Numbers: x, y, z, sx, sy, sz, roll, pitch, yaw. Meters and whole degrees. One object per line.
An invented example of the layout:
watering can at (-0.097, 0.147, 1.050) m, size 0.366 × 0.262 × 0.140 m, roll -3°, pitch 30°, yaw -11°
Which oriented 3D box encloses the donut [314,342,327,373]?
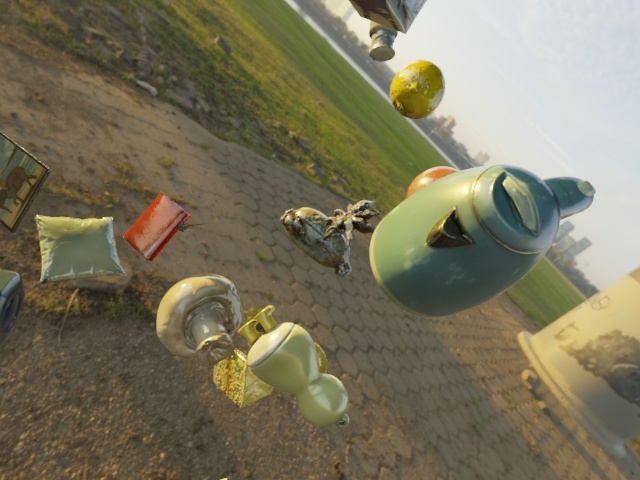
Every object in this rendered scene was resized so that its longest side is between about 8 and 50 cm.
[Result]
donut at (-0.051, 0.417, 1.377) m, size 0.162 × 0.065 × 0.178 m, roll 29°, pitch 45°, yaw -6°

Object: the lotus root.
lotus root at (0.001, -0.001, 1.629) m, size 0.349 × 0.175 × 0.175 m, roll 44°, pitch 20°, yaw -3°

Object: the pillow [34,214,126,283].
pillow at (-0.999, 0.029, 1.706) m, size 0.310 × 0.119 × 0.312 m, roll 1°, pitch 58°, yaw -46°

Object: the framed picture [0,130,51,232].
framed picture at (-1.130, -0.220, 1.466) m, size 0.347 × 0.264 × 0.016 m, roll 33°, pitch 3°, yaw 20°

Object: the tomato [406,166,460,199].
tomato at (0.459, -0.150, 1.532) m, size 0.271 × 0.227 × 0.269 m, roll 9°, pitch 70°, yaw -26°

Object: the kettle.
kettle at (0.292, -0.019, 0.730) m, size 0.320 × 0.342 × 0.246 m, roll -16°, pitch 77°, yaw -19°

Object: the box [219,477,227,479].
box at (-0.356, 0.882, 1.243) m, size 0.106 × 0.204 × 0.251 m, roll -117°, pitch -165°, yaw -74°

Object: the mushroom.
mushroom at (-0.369, 0.264, 1.336) m, size 0.298 × 0.297 × 0.290 m, roll 25°, pitch 4°, yaw -43°

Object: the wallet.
wallet at (-0.555, -0.048, 1.391) m, size 0.142 × 0.204 × 0.045 m, roll 38°, pitch -5°, yaw 15°

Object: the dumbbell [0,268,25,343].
dumbbell at (-0.744, 0.102, 0.749) m, size 0.317 × 0.156 × 0.144 m, roll 15°, pitch -9°, yaw -20°

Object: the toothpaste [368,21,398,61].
toothpaste at (0.165, -0.612, 1.045) m, size 0.114 × 0.073 × 0.298 m, roll 18°, pitch 75°, yaw -63°

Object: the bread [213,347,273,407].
bread at (-0.344, 0.566, 1.845) m, size 0.199 × 0.235 × 0.264 m, roll -17°, pitch 23°, yaw -40°

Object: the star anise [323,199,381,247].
star anise at (0.096, -0.058, 1.248) m, size 0.180 × 0.205 × 0.061 m, roll -118°, pitch -173°, yaw -46°

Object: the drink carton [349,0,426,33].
drink carton at (0.101, -0.505, 0.762) m, size 0.134 × 0.101 × 0.222 m, roll 37°, pitch 12°, yaw 31°

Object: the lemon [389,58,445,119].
lemon at (0.312, -0.482, 1.309) m, size 0.173 × 0.173 × 0.206 m, roll 42°, pitch 48°, yaw -11°

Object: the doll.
doll at (-0.044, 0.271, 0.843) m, size 0.296 × 0.141 × 0.117 m, roll 49°, pitch 12°, yaw -9°

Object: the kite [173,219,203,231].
kite at (-0.385, -0.039, 1.189) m, size 0.078 × 0.044 × 0.002 m, roll 11°, pitch 38°, yaw -43°
